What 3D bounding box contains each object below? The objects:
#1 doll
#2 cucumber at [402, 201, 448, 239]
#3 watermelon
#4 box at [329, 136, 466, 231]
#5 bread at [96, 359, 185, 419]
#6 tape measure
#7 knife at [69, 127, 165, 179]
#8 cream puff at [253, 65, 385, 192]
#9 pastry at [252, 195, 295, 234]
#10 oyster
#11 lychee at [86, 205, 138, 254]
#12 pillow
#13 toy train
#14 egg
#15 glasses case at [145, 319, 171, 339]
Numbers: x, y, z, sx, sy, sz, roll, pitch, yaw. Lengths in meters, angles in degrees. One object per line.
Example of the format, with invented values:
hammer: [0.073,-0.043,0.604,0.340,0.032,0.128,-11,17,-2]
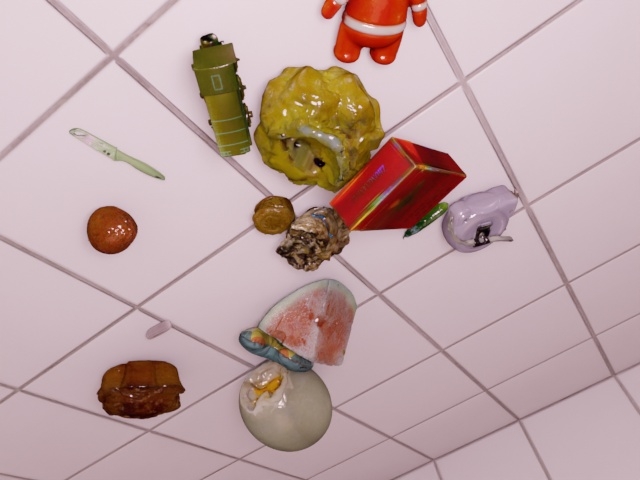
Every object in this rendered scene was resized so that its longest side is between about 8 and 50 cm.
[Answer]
doll: [0.109,-0.459,0.862,0.199,0.105,0.337,-2,142,-13]
cucumber: [0.278,-0.052,1.362,0.155,0.037,0.037,-39,132,20]
watermelon: [-0.007,0.244,1.453,0.261,0.201,0.213,-40,141,17]
box: [0.182,-0.116,1.137,0.197,0.089,0.313,-44,160,27]
bread: [-0.546,0.462,1.546,0.246,0.135,0.232,4,133,-22]
tape measure: [0.423,-0.044,1.358,0.196,0.105,0.178,-21,141,-8]
knife: [-0.410,-0.172,1.042,0.030,0.014,0.207,-41,130,23]
cream puff: [0.001,-0.206,1.016,0.281,0.185,0.282,-11,136,-11]
pastry: [-0.111,-0.060,1.219,0.109,0.057,0.097,7,137,-20]
oyster: [0.000,0.000,1.277,0.222,0.083,0.214,-15,148,-30]
lychee: [-0.465,-0.015,1.117,0.140,0.101,0.114,-20,132,8]
pillow: [-0.129,0.326,1.502,0.233,0.086,0.214,25,172,7]
toy train: [-0.177,-0.256,0.941,0.090,0.137,0.226,-13,135,-4]
egg: [-0.102,0.547,1.669,0.278,0.278,0.336,-26,130,9]
glasses case: [-0.457,0.252,1.438,0.083,0.032,0.021,-28,134,10]
